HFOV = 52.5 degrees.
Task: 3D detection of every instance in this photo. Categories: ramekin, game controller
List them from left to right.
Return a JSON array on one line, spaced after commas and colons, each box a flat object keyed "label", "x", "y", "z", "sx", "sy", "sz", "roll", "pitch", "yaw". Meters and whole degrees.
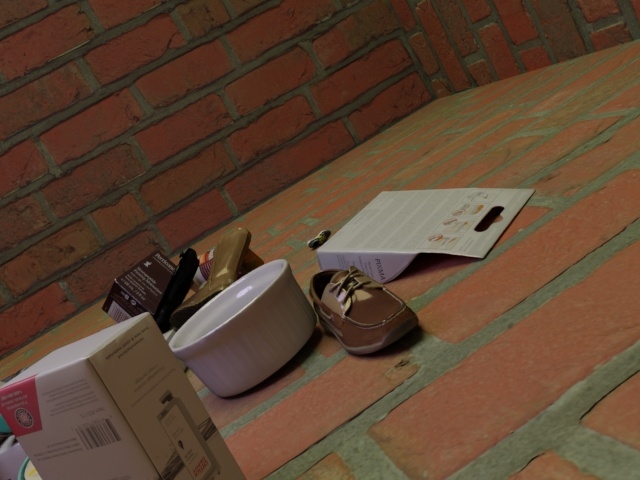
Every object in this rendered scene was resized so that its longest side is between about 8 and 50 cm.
[{"label": "game controller", "x": -0.431, "y": 0.172, "z": 1.819, "sx": 0.319, "sy": 0.067, "sz": 0.166, "roll": -62, "pitch": -1, "yaw": 21}, {"label": "ramekin", "x": -0.139, "y": 0.169, "z": 1.241, "sx": 0.277, "sy": 0.135, "sz": 0.277, "roll": -34, "pitch": 12, "yaw": 8}]

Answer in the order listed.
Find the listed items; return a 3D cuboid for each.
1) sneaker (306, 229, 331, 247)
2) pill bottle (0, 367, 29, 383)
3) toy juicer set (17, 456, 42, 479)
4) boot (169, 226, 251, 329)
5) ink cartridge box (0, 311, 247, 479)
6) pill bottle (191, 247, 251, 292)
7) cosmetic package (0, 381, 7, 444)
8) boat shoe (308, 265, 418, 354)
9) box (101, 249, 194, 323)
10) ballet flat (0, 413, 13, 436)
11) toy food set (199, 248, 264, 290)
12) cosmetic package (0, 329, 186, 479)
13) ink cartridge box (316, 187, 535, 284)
[{"label": "sneaker", "x": 0.000, "y": 0.000, "z": 1.945, "sx": 0.083, "sy": 0.031, "sz": 0.035, "roll": -36, "pitch": 26, "yaw": -10}, {"label": "pill bottle", "x": -0.888, "y": 0.456, "z": 1.897, "sx": 0.245, "sy": 0.131, "sz": 0.130, "roll": -29, "pitch": 12, "yaw": 5}, {"label": "toy juicer set", "x": -0.426, "y": 0.361, "z": 1.121, "sx": 0.209, "sy": 0.090, "sz": 0.329, "roll": -26, "pitch": 27, "yaw": 8}, {"label": "boot", "x": -0.300, "y": 0.109, "z": 1.825, "sx": 0.236, "sy": 0.089, "sz": 0.270, "roll": -27, "pitch": 32, "yaw": 21}, {"label": "ink cartridge box", "x": -0.241, "y": 0.258, "z": 0.802, "sx": 0.207, "sy": 0.283, "sz": 0.117, "roll": -22, "pitch": 10, "yaw": 31}, {"label": "pill bottle", "x": -0.340, "y": 0.086, "z": 2.161, "sx": 0.221, "sy": 0.121, "sz": 0.121, "roll": -25, "pitch": 12, "yaw": 19}, {"label": "cosmetic package", "x": -0.752, "y": 0.440, "z": 1.431, "sx": 0.129, "sy": 0.153, "sz": 0.296, "roll": 15, "pitch": 10, "yaw": 1}, {"label": "boat shoe", "x": 0.054, "y": 0.110, "z": 1.120, "sx": 0.123, "sy": 0.117, "sz": 0.324, "roll": -34, "pitch": 12, "yaw": -18}, {"label": "box", "x": -0.544, "y": 0.173, "z": 2.048, "sx": 0.167, "sy": 0.168, "sz": 0.203, "roll": -54, "pitch": -5, "yaw": 40}, {"label": "ballet flat", "x": -0.634, "y": 0.367, "z": 1.402, "sx": 0.068, "sy": 0.072, "sz": 0.213, "roll": -55, "pitch": 1, "yaw": 26}, {"label": "toy food set", "x": -0.266, "y": 0.129, "z": 1.951, "sx": 0.232, "sy": 0.104, "sz": 0.111, "roll": -48, "pitch": 26, "yaw": 0}, {"label": "cosmetic package", "x": -0.496, "y": 0.366, "z": 1.433, "sx": 0.377, "sy": 0.098, "sz": 0.284, "roll": -27, "pitch": 15, "yaw": 12}, {"label": "ink cartridge box", "x": 0.229, "y": -0.011, "z": 1.388, "sx": 0.384, "sy": 0.091, "sz": 0.308, "roll": 2, "pitch": 29, "yaw": 37}]
